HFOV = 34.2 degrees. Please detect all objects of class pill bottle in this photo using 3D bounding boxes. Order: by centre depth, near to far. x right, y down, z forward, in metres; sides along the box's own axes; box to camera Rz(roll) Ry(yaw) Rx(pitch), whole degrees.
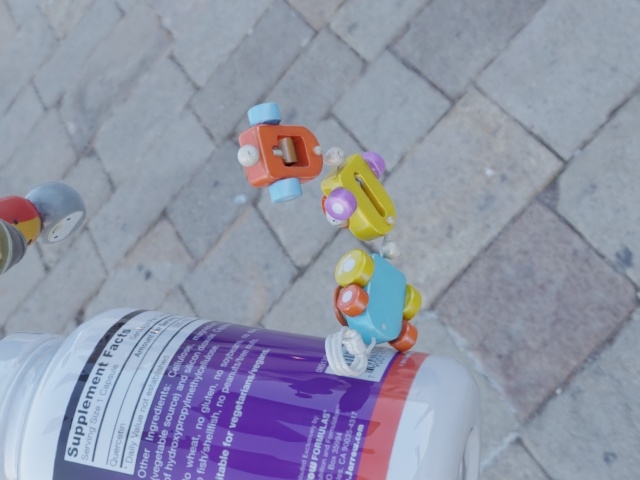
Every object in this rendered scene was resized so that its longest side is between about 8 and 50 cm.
[{"bbox_3d":[-0.065,0.144,0.685,0.323,0.181,0.181,7,67,17],"label":"pill bottle"}]

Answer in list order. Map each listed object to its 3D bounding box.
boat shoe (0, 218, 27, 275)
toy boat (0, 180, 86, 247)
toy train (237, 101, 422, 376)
[{"bbox_3d":[-0.319,-0.001,0.741,0.224,0.073,0.080,6,88,8],"label":"boat shoe"},{"bbox_3d":[-0.408,-0.019,1.127,0.318,0.148,0.267,1,103,33],"label":"toy boat"},{"bbox_3d":[0.000,0.000,0.633,0.046,0.125,0.166,-21,85,40],"label":"toy train"}]
